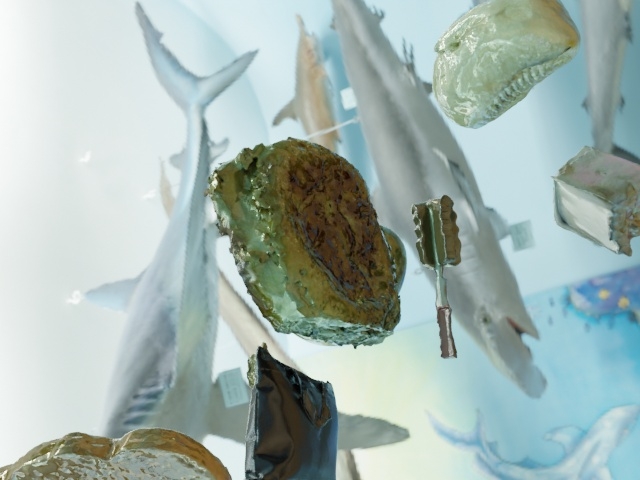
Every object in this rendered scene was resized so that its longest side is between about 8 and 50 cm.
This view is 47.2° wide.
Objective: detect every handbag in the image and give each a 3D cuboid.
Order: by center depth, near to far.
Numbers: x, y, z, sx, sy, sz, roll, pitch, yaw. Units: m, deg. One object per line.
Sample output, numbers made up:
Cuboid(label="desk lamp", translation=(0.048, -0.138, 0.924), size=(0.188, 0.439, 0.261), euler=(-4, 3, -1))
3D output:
Cuboid(label="handbag", translation=(-0.034, 0.290, 1.123), size=(0.254, 0.088, 0.211), euler=(42, -141, -52))

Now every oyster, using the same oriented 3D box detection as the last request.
Cuboid(label="oyster", translation=(-0.126, 0.321, 1.714), size=(0.122, 0.045, 0.146), euler=(52, -159, -9))

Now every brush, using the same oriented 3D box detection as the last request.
Cuboid(label="brush", translation=(0.219, 0.066, 1.325), size=(0.071, 0.084, 0.301), euler=(29, -128, -57))

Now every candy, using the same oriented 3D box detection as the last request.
Cuboid(label="candy", translation=(0.616, -0.089, 1.606), size=(0.137, 0.195, 0.185), euler=(-41, -43, -18))

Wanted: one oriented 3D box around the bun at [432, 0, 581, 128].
Cuboid(label="bun", translation=(0.255, -0.268, 1.056), size=(0.145, 0.229, 0.229), euler=(53, -155, 6))

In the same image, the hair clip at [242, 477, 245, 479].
Cuboid(label="hair clip", translation=(-0.135, 0.646, 1.868), size=(0.033, 0.188, 0.060), euler=(-59, -41, -16))

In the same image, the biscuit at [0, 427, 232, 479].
Cuboid(label="biscuit", translation=(-0.284, 0.350, 0.931), size=(0.269, 0.376, 0.051), euler=(54, -164, -27))

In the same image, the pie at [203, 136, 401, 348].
Cuboid(label="pie", translation=(0.000, 0.000, 1.034), size=(0.354, 0.103, 0.288), euler=(20, -127, -41))

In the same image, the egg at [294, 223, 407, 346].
Cuboid(label="egg", translation=(0.039, 0.075, 1.450), size=(0.238, 0.289, 0.238), euler=(47, 169, 12))
